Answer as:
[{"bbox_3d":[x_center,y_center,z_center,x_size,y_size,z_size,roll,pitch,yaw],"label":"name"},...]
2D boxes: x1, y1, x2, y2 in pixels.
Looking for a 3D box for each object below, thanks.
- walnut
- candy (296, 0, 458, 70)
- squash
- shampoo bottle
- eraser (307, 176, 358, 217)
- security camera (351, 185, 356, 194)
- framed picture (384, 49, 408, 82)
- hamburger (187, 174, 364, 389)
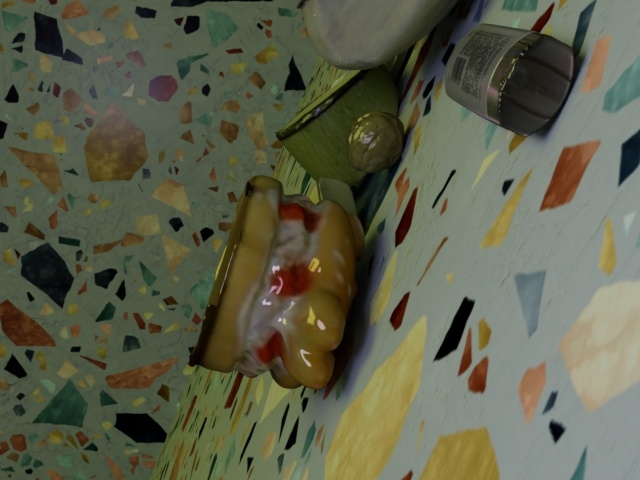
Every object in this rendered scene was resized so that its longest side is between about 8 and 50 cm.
[{"bbox_3d":[0.076,-0.136,1.286,0.092,0.092,0.092,-159,90,-81],"label":"walnut"},{"bbox_3d":[0.129,-0.416,1.270,0.386,0.186,0.427,-53,13,30],"label":"candy"},{"bbox_3d":[0.044,-0.197,1.479,0.220,0.133,0.220,-44,14,14],"label":"squash"},{"bbox_3d":[0.166,-0.153,0.854,0.227,0.056,0.086,-105,39,-75],"label":"shampoo bottle"},{"bbox_3d":[0.000,0.000,1.394,0.172,0.058,0.117,122,146,-49],"label":"eraser"},{"bbox_3d":[0.026,-0.053,1.491,0.058,0.058,0.092,-58,5,49],"label":"security camera"},{"bbox_3d":[0.111,-0.293,1.627,0.260,0.023,0.189,-98,28,-71],"label":"framed picture"},{"bbox_3d":[-0.045,0.064,1.179,0.303,0.186,0.261,-107,35,-82],"label":"hamburger"}]
